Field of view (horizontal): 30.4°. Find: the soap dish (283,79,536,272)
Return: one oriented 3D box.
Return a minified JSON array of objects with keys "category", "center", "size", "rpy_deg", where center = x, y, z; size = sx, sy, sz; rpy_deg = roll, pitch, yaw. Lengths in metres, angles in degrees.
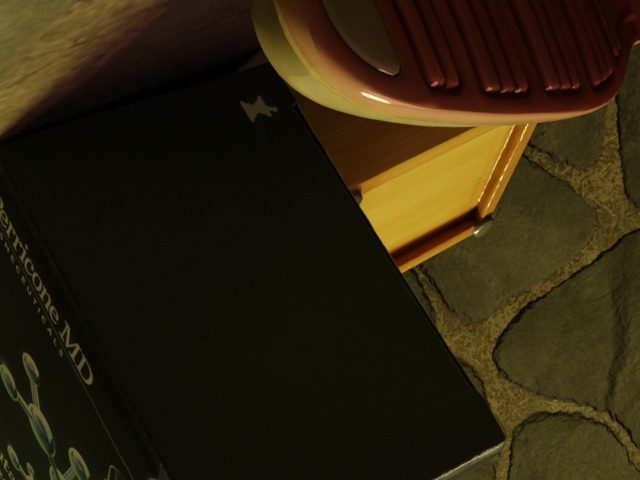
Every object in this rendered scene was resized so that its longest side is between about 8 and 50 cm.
[{"category":"soap dish","center":[0.051,-0.058,0.988],"size":[0.290,0.118,0.229],"rpy_deg":[-27,153,-31]}]

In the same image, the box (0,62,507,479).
[{"category":"box","center":[-0.105,0.122,0.841],"size":[0.212,0.294,0.395],"rpy_deg":[-22,162,-32]}]

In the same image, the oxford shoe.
[{"category":"oxford shoe","center":[0.077,-0.117,0.614],"size":[0.146,0.141,0.397],"rpy_deg":[-20,-179,37]}]
